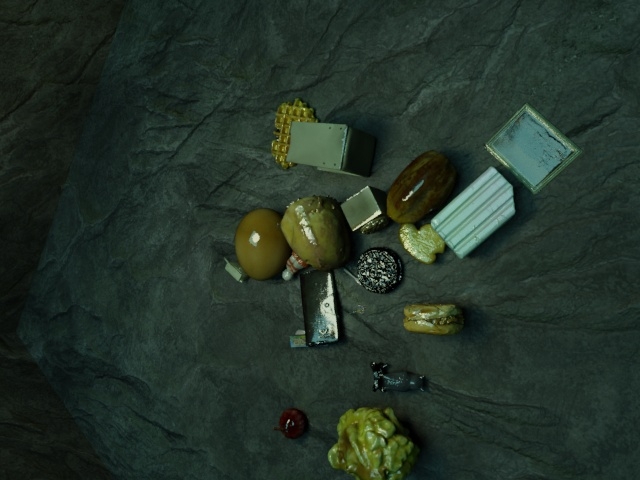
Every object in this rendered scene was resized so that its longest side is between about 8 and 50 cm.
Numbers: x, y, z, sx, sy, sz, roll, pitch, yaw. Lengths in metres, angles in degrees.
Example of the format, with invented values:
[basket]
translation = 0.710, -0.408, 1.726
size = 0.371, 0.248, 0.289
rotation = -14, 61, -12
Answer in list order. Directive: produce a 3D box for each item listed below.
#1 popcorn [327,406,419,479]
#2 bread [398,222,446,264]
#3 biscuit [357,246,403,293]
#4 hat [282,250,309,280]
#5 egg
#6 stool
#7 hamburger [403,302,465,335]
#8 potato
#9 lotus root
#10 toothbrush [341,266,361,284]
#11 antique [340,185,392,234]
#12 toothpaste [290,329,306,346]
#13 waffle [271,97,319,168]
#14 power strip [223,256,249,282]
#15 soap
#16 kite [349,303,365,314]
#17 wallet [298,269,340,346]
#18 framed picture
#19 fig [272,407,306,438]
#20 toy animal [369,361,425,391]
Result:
[popcorn]
translation = 0.208, 0.768, 1.744
size = 0.279, 0.275, 0.335
rotation = 36, 154, -4
[bread]
translation = 0.383, -0.007, 1.754
size = 0.187, 0.065, 0.149
rotation = 44, 103, 22
[biscuit]
translation = 0.232, 0.117, 1.851
size = 0.194, 0.053, 0.195
rotation = -1, 89, 32
[hat]
translation = -0.112, 0.107, 2.036
size = 0.162, 0.112, 0.094
rotation = -41, 64, 26
[egg]
translation = -0.248, 0.019, 2.043
size = 0.250, 0.250, 0.323
rotation = 16, 104, 32
[stool]
translation = 0.045, -0.359, 1.861
size = 0.269, 0.243, 0.171
rotation = 13, 96, 32
[hamburger]
translation = 0.401, 0.272, 1.659
size = 0.213, 0.213, 0.108
rotation = 1, 89, 33
[potato]
translation = 0.000, 0.000, 1.857
size = 0.301, 0.288, 0.237
rotation = -52, 47, 38
[lotus root]
translation = 0.365, -0.179, 1.707
size = 0.291, 0.193, 0.193
rotation = -48, 66, 13
[toothbrush]
translation = 0.087, 0.108, 1.964
size = 0.257, 0.024, 0.018
rotation = 40, 90, 27
[antique]
translation = 0.191, -0.108, 1.822
size = 0.146, 0.151, 0.148
rotation = -34, 70, 26
[toothpaste]
translation = -0.044, 0.421, 2.031
size = 0.193, 0.044, 0.071
rotation = -10, 84, 32
[waffle]
translation = -0.126, -0.469, 2.079
size = 0.283, 0.065, 0.310
rotation = -35, 70, 27
[power strip]
translation = -0.408, 0.133, 2.248
size = 0.175, 0.075, 0.042
rotation = 38, 111, 26
[soap]
translation = 0.537, -0.091, 1.615
size = 0.289, 0.095, 0.173
rotation = -44, 74, 16
[kite]
translation = 0.152, 0.282, 1.931
size = 0.078, 0.002, 0.044
rotation = -3, 88, 32
[wallet]
translation = -0.006, 0.280, 1.983
size = 0.172, 0.045, 0.319
rotation = -14, 72, 28
[framed picture]
translation = 0.704, -0.310, 1.575
size = 0.197, 0.014, 0.252
rotation = -48, 66, 23
[fig]
translation = -0.129, 0.789, 2.038
size = 0.128, 0.150, 0.129
rotation = -20, 44, 21
[toy animal]
translation = 0.288, 0.524, 1.778
size = 0.209, 0.117, 0.121
rotation = -7, 79, 34
